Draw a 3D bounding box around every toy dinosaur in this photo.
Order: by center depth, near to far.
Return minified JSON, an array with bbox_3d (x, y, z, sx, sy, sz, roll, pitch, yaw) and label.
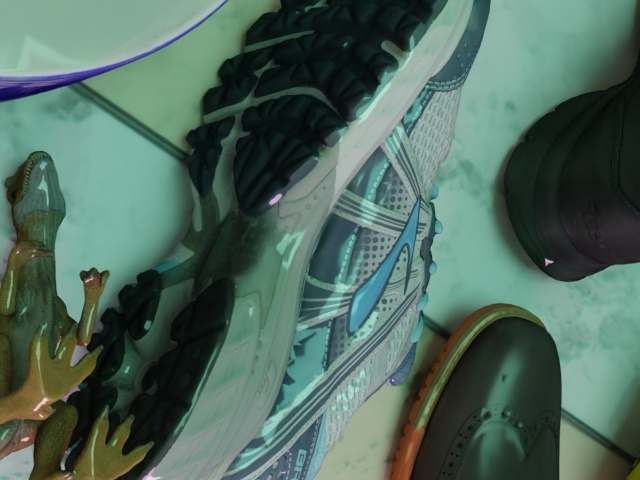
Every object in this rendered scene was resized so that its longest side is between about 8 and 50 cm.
[{"bbox_3d":[-0.124,0.070,0.470,0.064,0.112,0.211,38,66,-38],"label":"toy dinosaur"}]

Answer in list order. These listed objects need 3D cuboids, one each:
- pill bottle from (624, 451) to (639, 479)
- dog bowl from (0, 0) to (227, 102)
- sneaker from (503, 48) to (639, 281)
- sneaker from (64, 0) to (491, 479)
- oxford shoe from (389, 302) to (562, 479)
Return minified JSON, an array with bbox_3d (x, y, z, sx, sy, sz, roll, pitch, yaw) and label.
[{"bbox_3d":[0.233,0.131,0.669,0.119,0.119,0.208,42,70,-25],"label":"pill bottle"},{"bbox_3d":[-0.133,-0.182,0.445,0.265,0.104,0.264,-1,91,-31],"label":"dog bowl"},{"bbox_3d":[0.222,-0.089,0.653,0.109,0.130,0.286,45,68,-22],"label":"sneaker"},{"bbox_3d":[0.000,0.000,0.547,0.122,0.110,0.283,37,79,-40],"label":"sneaker"},{"bbox_3d":[0.091,0.167,0.594,0.097,0.098,0.271,9,86,-32],"label":"oxford shoe"}]
